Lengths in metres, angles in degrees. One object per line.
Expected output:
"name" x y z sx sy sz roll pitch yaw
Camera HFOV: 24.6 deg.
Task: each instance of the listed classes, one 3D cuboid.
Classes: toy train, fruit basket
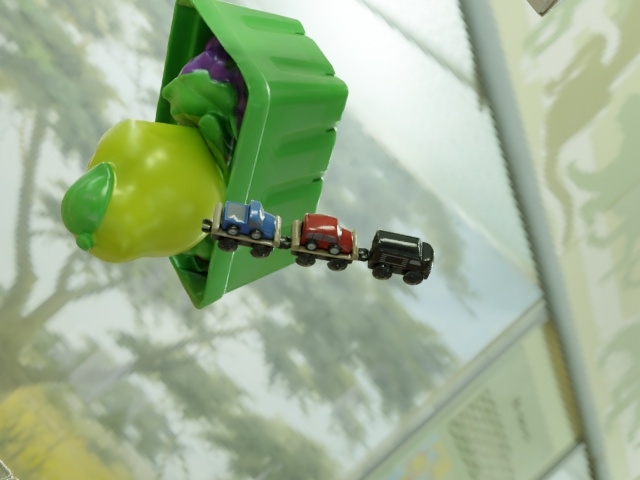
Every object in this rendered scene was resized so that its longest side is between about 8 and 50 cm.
"toy train" 0.000 0.000 0.976 0.036 0.158 0.027 109 -12 -47
"fruit basket" -0.176 -0.098 1.849 0.283 0.392 0.392 58 0 41

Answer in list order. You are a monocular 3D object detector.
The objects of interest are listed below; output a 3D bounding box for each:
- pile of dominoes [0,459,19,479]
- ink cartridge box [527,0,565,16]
"pile of dominoes" -0.470 0.310 1.747 0.251 0.196 0.040 28 -50 54
"ink cartridge box" 0.242 -0.360 1.281 0.207 0.283 0.117 51 -23 6
